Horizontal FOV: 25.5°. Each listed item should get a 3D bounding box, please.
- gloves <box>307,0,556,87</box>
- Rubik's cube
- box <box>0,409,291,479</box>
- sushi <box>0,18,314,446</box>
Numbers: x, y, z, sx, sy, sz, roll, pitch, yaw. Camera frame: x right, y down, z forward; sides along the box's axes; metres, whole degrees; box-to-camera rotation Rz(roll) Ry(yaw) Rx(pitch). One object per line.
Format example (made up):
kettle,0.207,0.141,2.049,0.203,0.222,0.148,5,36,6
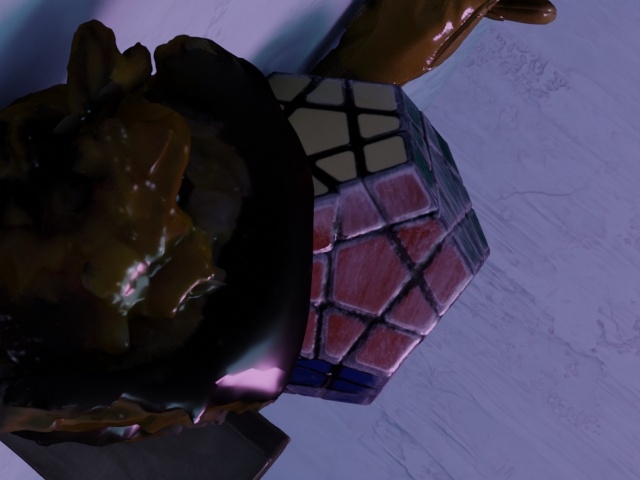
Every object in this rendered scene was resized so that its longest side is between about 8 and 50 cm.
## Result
gloves,0.119,-0.232,1.420,0.331,0.141,0.154,-41,153,18
Rubik's cube,0.000,0.000,1.316,0.319,0.319,0.264,117,-14,-70
box,-0.168,0.172,1.290,0.155,0.231,0.149,-49,175,3
sushi,-0.114,0.007,0.771,0.213,0.204,0.200,-17,167,33
